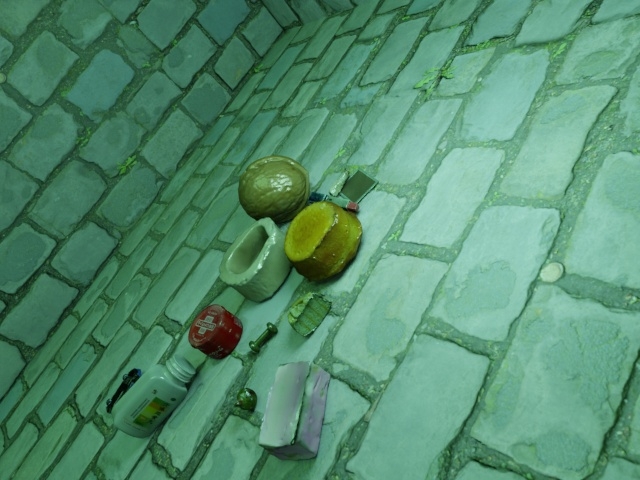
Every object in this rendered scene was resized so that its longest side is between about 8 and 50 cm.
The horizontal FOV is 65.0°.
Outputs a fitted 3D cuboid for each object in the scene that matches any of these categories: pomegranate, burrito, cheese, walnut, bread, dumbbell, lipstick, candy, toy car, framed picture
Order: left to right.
[{"bbox_3d":[-0.847,0.659,2.189,0.103,0.063,0.216,-7,44,42],"label":"toy car"},{"bbox_3d":[-0.250,0.525,1.670,0.073,0.084,0.073,-20,52,28],"label":"pomegranate"},{"bbox_3d":[-0.247,0.074,2.064,0.292,0.153,0.332,12,66,51],"label":"cheese"},{"bbox_3d":[-0.209,0.353,1.834,0.118,0.046,0.052,-46,29,1],"label":"dumbbell"},{"bbox_3d":[-0.197,-0.223,2.200,0.333,0.333,0.332,-28,39,25],"label":"walnut"},{"bbox_3d":[-0.076,0.496,1.486,0.156,0.116,0.264,-20,43,34],"label":"candy"},{"bbox_3d":[-0.047,0.243,1.738,0.156,0.103,0.110,-47,22,-11],"label":"bread"},{"bbox_3d":[0.002,-0.005,1.858,0.312,0.172,0.312,-27,42,27],"label":"bread"},{"bbox_3d":[0.060,-0.152,2.048,0.312,0.051,0.051,17,77,53],"label":"lipstick"},{"bbox_3d":[0.084,-0.247,2.110,0.149,0.041,0.055,-57,22,-15],"label":"burrito"},{"bbox_3d":[0.150,-0.221,2.062,0.142,0.011,0.183,-45,34,2],"label":"framed picture"}]

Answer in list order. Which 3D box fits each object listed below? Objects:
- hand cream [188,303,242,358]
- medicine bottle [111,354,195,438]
[{"bbox_3d":[-0.411,0.359,1.973,0.193,0.125,0.193,-29,38,26],"label":"hand cream"},{"bbox_3d":[-0.628,0.590,1.922,0.324,0.179,0.124,-48,34,-3],"label":"medicine bottle"}]
